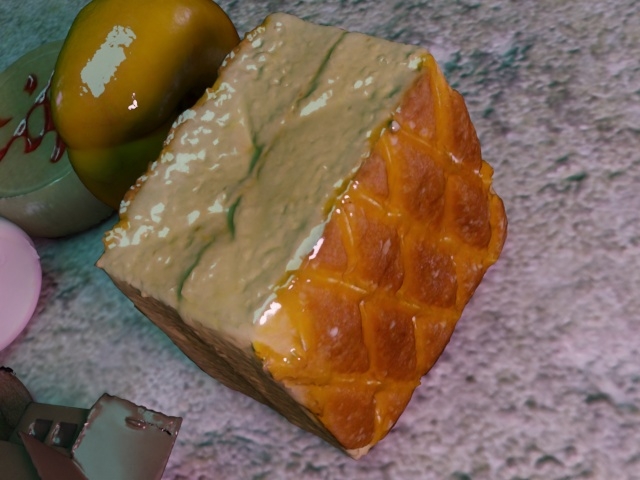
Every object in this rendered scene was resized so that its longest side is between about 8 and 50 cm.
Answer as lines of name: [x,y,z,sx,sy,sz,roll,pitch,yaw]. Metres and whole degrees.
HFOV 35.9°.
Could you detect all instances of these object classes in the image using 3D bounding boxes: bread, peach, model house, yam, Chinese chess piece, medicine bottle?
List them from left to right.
medicine bottle: [-0.466,0.019,1.114,0.292,0.170,0.170,18,67,34]
yam: [-0.358,0.192,1.010,0.127,0.084,0.084,-28,51,10]
Chinese chess piece: [-0.312,-0.122,1.180,0.249,0.103,0.250,-12,57,18]
model house: [-0.168,0.235,0.802,0.243,0.211,0.205,2,62,32]
peach: [-0.171,-0.144,1.029,0.153,0.251,0.251,10,63,37]
bread: [0.000,0.000,0.848,0.207,0.279,0.279,24,69,32]
